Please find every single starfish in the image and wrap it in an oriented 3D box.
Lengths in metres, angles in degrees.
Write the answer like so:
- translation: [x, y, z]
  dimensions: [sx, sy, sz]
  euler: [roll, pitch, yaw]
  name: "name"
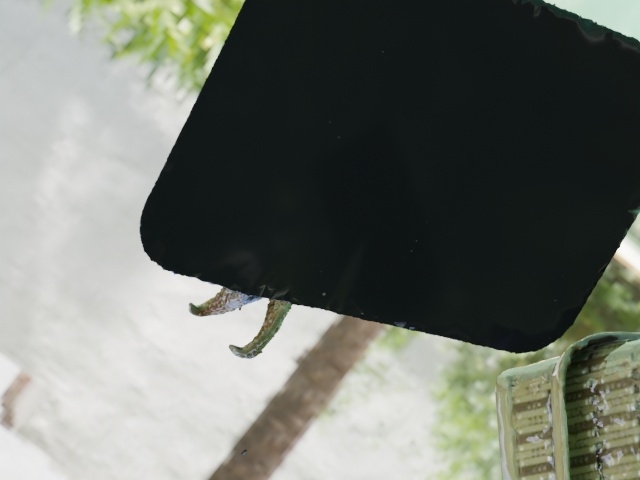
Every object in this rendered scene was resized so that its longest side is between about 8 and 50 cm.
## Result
- translation: [-0.066, 0.031, 1.533]
  dimensions: [0.074, 0.190, 0.146]
  euler: [-9, -121, -31]
  name: "starfish"

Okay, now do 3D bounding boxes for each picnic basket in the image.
- translation: [0.252, 0.188, 0.948]
  dimensions: [0.313, 0.175, 0.228]
  euler: [27, -127, -49]
  name: "picnic basket"

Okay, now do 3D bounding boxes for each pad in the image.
- translation: [0.006, 0.018, 0.762]
  dimensions: [0.250, 0.323, 0.055]
  euler: [16, -141, -35]
  name: "pad"
